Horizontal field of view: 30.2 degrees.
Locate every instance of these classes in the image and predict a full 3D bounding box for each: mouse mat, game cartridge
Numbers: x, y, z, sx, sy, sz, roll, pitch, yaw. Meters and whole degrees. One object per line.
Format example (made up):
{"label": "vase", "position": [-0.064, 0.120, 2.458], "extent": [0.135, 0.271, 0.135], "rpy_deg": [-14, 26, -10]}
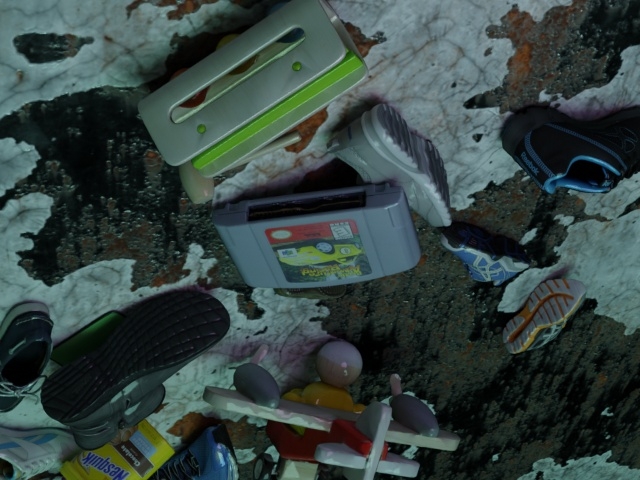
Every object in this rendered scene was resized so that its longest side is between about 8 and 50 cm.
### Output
{"label": "mouse mat", "position": [-0.349, 0.190, 1.996], "extent": [0.153, 0.007, 0.190], "rpy_deg": [-32, 140, 13]}
{"label": "game cartridge", "position": [0.000, 0.000, 1.828], "extent": [0.294, 0.060, 0.196], "rpy_deg": [-7, 148, 12]}

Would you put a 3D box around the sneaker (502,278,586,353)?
{"label": "sneaker", "position": [0.438, 0.141, 2.264], "extent": [0.083, 0.084, 0.215], "rpy_deg": [4, 145, -34]}

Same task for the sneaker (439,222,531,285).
{"label": "sneaker", "position": [0.276, 0.031, 2.046], "extent": [0.211, 0.080, 0.081], "rpy_deg": [21, 123, -40]}

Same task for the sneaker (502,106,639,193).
{"label": "sneaker", "position": [0.454, -0.127, 1.891], "extent": [0.341, 0.139, 0.125], "rpy_deg": [-4, 137, -24]}

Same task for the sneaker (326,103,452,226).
{"label": "sneaker", "position": [0.112, -0.106, 1.807], "extent": [0.115, 0.105, 0.281], "rpy_deg": [-20, 139, 24]}

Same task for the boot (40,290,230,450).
{"label": "boot", "position": [-0.292, 0.217, 1.979], "extent": [0.338, 0.118, 0.222], "rpy_deg": [-27, 156, -4]}

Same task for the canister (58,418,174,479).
{"label": "canister", "position": [-0.358, 0.390, 2.095], "extent": [0.170, 0.126, 0.073], "rpy_deg": [-43, 155, -14]}

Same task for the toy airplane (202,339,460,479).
{"label": "toy airplane", "position": [0.027, 0.308, 2.108], "extent": [0.384, 0.272, 0.386], "rpy_deg": [2, 164, 21]}

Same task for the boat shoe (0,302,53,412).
{"label": "boat shoe", "position": [-0.481, 0.205, 1.891], "extent": [0.095, 0.079, 0.254], "rpy_deg": [7, 134, -34]}

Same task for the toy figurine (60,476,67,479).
{"label": "toy figurine", "position": [-0.441, 0.465, 2.202], "extent": [0.159, 0.173, 0.130], "rpy_deg": [-5, 123, 10]}

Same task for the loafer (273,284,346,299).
{"label": "loafer", "position": [-0.019, 0.071, 1.977], "extent": [0.148, 0.056, 0.050], "rpy_deg": [6, 172, -41]}

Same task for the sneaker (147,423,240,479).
{"label": "sneaker", "position": [-0.262, 0.471, 2.281], "extent": [0.147, 0.130, 0.330], "rpy_deg": [3, 137, -32]}

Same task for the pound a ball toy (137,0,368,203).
{"label": "pound a ball toy", "position": [-0.100, -0.192, 1.580], "extent": [0.319, 0.135, 0.208], "rpy_deg": [-31, 167, 12]}

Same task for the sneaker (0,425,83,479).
{"label": "sneaker", "position": [-0.518, 0.384, 2.079], "extent": [0.229, 0.092, 0.087], "rpy_deg": [10, 131, -36]}
